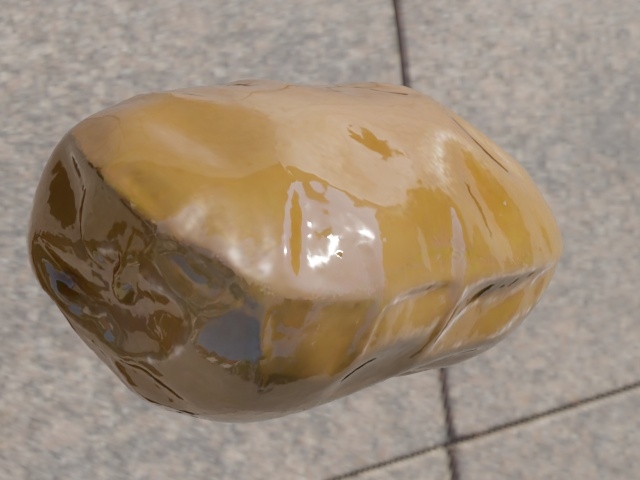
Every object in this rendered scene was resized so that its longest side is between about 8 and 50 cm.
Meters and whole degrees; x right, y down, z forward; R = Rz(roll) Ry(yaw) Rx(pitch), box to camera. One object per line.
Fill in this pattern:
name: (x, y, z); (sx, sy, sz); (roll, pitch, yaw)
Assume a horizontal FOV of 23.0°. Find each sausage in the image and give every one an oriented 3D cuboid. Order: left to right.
sausage: (0.000, 0.000, 0.605); (0.241, 0.136, 0.120); (-12, 132, -55)
